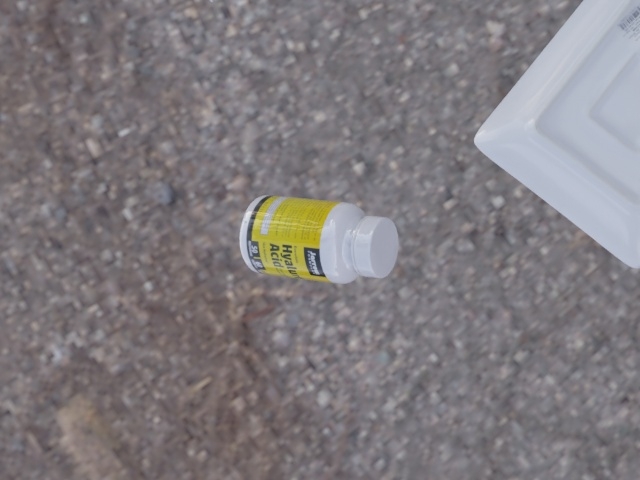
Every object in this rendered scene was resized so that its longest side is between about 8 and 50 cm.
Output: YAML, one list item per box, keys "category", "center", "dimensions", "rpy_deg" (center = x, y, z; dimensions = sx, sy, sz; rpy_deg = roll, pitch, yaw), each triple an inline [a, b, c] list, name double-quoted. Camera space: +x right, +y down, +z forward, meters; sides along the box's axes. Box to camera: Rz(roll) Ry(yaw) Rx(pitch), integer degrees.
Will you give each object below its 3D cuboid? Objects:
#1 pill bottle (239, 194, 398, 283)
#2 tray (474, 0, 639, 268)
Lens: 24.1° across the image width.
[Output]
- category: "pill bottle"
  center: [0.000, 0.000, 1.182]
  dimensions: [0.116, 0.065, 0.065]
  rpy_deg: [6, 118, 31]
- category: "tray"
  center: [0.241, -0.127, 1.024]
  dimensions: [0.145, 0.270, 0.030]
  rpy_deg: [38, 169, 6]
